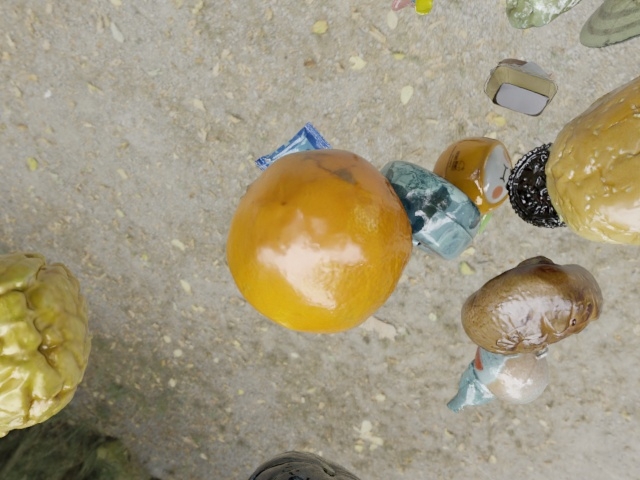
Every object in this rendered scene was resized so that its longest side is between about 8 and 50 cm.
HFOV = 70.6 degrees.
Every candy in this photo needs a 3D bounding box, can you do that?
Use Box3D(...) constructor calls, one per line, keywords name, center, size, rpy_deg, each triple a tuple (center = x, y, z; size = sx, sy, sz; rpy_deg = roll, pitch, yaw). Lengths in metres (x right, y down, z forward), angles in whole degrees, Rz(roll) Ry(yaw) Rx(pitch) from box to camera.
Box3D(name="candy", center=(-0.127, -0.397, 2.105), size=(0.331, 0.077, 0.187), rpy_deg=(-32, 128, 17))

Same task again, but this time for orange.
Box3D(name="orange", center=(0.000, 0.000, 0.752), size=(0.312, 0.312, 0.312), rpy_deg=(9, 128, 12))

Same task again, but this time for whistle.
Box3D(name="whistle", center=(0.440, 0.349, 1.179), size=(0.189, 0.189, 0.348), rpy_deg=(34, 130, -8))

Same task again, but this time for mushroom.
Box3D(name="mushroom", center=(0.381, 0.122, 0.830), size=(0.253, 0.153, 0.253), rpy_deg=(-15, 155, -7))

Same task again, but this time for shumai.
Box3D(name="shumai", center=(0.280, -0.338, 0.568), size=(0.087, 0.098, 0.124), rpy_deg=(37, 137, -28))

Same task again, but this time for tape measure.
Box3D(name="tape measure", center=(0.223, -0.061, 1.018), size=(0.256, 0.275, 0.147), rpy_deg=(33, 92, 12))

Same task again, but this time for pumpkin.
Box3D(name="pumpkin", center=(-0.022, 0.680, 1.095), size=(0.364, 0.266, 0.363), rpy_deg=(21, 167, 5))

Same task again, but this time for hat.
Box3D(name="hat", center=(0.424, -0.368, 0.556), size=(0.252, 0.252, 0.110), rpy_deg=(-32, 111, 35))

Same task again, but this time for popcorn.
Box3D(name="popcorn", center=(-0.699, 0.209, 0.995), size=(0.344, 0.390, 0.353), rpy_deg=(-10, 118, -17))

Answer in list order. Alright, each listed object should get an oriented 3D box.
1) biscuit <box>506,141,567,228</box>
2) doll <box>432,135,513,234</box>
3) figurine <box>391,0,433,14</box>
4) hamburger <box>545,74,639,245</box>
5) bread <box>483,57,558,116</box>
Box3D(name="biscuit", center=(0.498, -0.118, 0.977), size=(0.053, 0.194, 0.194), rpy_deg=(4, 147, -44))
Box3D(name="doll", center=(0.406, -0.149, 1.177), size=(0.213, 0.213, 0.236), rpy_deg=(-26, 140, 33))
Box3D(name="figurine", center=(0.386, -0.888, 1.473), size=(0.154, 0.193, 0.421), rpy_deg=(1, 155, -19))
Box3D(name="hamburger", center=(0.492, -0.121, 0.683), size=(0.145, 0.259, 0.283), rpy_deg=(3, 151, -36))
Box3D(name="bread", center=(0.656, -0.506, 1.498), size=(0.224, 0.211, 0.142), rpy_deg=(19, 136, 1))
